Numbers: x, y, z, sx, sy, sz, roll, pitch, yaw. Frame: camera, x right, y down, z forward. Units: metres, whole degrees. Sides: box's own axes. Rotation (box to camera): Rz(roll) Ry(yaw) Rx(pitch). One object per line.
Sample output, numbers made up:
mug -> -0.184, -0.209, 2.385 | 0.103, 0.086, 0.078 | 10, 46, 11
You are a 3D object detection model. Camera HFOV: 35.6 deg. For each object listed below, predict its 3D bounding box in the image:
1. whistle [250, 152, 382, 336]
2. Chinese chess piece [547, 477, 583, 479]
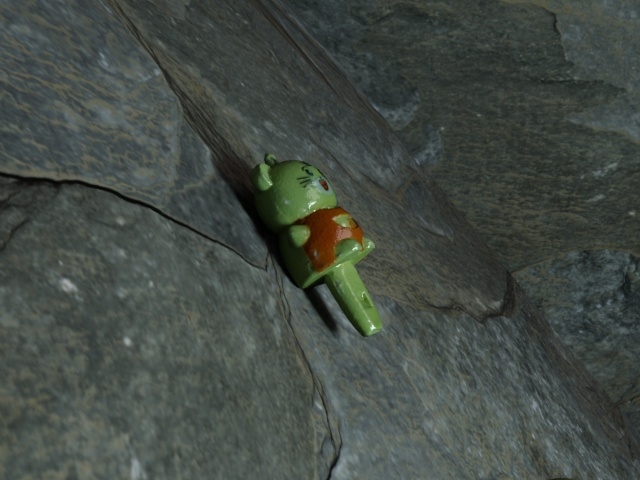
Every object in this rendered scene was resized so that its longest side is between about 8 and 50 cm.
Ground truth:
whistle -> 0.000, 0.000, 1.337 | 0.288, 0.106, 0.131 | 58, 23, 12
Chinese chess piece -> 0.418, 0.429, 1.415 | 0.257, 0.257, 0.104 | 40, 63, -40
